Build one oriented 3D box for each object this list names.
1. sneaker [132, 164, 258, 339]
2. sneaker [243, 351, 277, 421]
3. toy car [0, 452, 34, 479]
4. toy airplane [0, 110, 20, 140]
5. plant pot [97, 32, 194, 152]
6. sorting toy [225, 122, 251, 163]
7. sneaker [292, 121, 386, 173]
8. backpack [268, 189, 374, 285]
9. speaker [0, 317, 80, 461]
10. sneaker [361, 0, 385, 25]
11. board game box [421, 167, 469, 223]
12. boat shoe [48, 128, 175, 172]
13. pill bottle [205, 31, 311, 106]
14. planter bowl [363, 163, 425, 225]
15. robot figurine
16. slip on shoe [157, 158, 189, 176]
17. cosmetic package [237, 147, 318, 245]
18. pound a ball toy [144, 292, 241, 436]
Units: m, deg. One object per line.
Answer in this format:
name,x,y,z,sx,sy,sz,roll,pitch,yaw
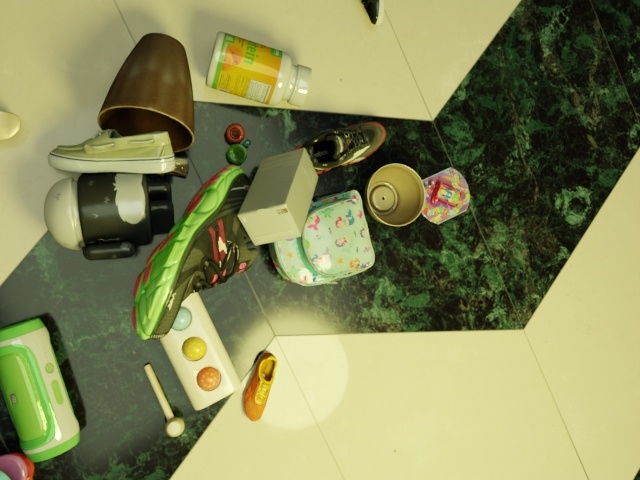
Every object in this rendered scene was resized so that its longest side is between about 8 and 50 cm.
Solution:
sneaker,-0.250,0.029,1.308,0.202,0.185,0.483,41,53,-17
sneaker,-0.153,0.370,1.453,0.064,0.067,0.175,13,87,-16
toy car,-0.687,0.527,1.244,0.159,0.182,0.136,32,76,3
toy airplane,-0.901,-0.276,1.191,0.384,0.272,0.386,-37,135,-3
plant pot,-0.389,-0.357,1.353,0.215,0.215,0.231,9,71,-15
sorting toy,-0.208,-0.248,1.473,0.061,0.042,0.102,-3,101,0
sneaker,0.060,-0.245,1.495,0.275,0.135,0.098,-22,92,-16
backpack,0.000,0.000,1.450,0.253,0.191,0.225,-14,96,-12
speaker,-0.639,0.330,1.288,0.131,0.131,0.297,-18,93,-15
sneaker,0.100,-0.681,1.553,0.121,0.079,0.217,-4,81,-12
board game box,0.354,-0.127,1.625,0.168,0.033,0.133,-24,95,-14
boat shoe,-0.477,-0.207,1.323,0.302,0.109,0.094,1,105,6
pill bottle,-0.152,-0.417,1.438,0.245,0.136,0.137,13,85,-15
planter bowl,0.182,-0.117,1.537,0.161,0.109,0.162,0,89,-16
robot figurine,-0.480,-0.066,1.322,0.277,0.209,0.174,-6,107,-16
slip on shoe,-0.391,-0.178,1.412,0.135,0.051,0.041,-1,86,-23
cosmetic package,-0.094,-0.107,1.359,0.238,0.127,0.107,-76,148,-45
pound a ball toy,-0.328,0.290,1.371,0.208,0.135,0.319,-25,95,-15
